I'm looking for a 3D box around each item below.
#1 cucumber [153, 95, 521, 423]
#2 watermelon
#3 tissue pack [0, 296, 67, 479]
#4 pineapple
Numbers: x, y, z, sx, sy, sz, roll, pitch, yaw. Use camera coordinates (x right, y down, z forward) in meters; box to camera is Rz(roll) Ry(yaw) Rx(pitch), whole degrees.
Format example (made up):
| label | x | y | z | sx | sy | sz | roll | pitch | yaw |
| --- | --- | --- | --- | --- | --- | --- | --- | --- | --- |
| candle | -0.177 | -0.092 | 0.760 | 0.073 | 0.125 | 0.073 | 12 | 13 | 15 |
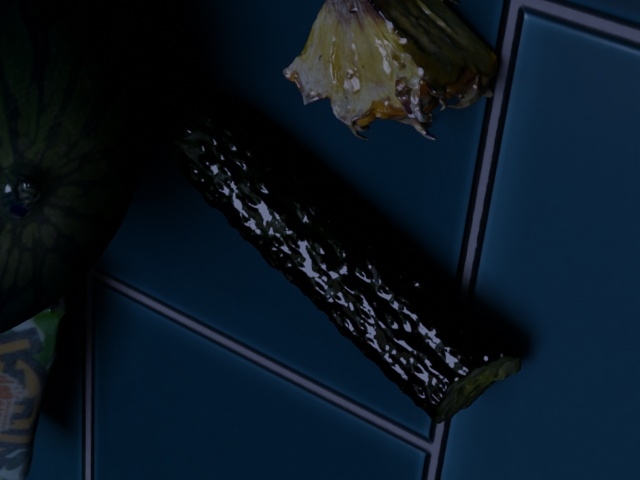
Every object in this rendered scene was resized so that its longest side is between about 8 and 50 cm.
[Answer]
| label | x | y | z | sx | sy | sz | roll | pitch | yaw |
| --- | --- | --- | --- | --- | --- | --- | --- | --- | --- |
| cucumber | 0.001 | 0.000 | 0.867 | 0.300 | 0.072 | 0.072 | 44 | 132 | 16 |
| watermelon | -0.278 | -0.100 | 0.863 | 0.363 | 0.363 | 0.363 | 18 | 122 | 31 |
| tissue pack | -0.373 | 0.087 | 1.054 | 0.128 | 0.311 | 0.228 | -106 | 27 | -43 |
| pineapple | 0.031 | -0.115 | 0.785 | 0.137 | 0.069 | 0.116 | 6 | 116 | 39 |
